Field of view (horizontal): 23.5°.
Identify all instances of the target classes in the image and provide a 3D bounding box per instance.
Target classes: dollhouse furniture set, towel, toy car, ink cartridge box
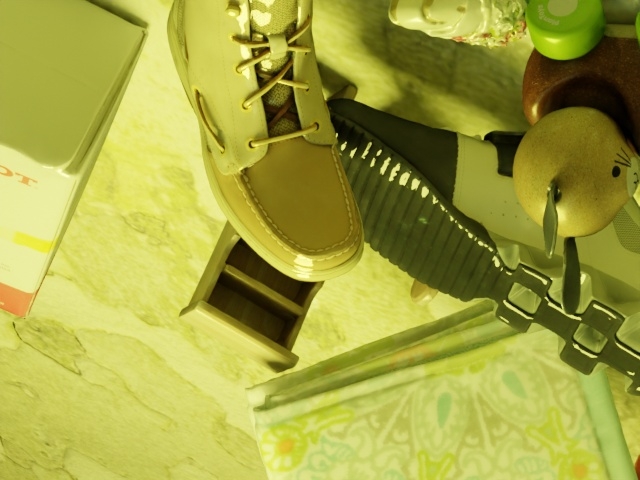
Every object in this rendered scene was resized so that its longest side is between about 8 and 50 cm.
[{"bbox_3d":[0.000,0.000,1.310,0.212,0.161,0.242,31,153,-17],"label":"dollhouse furniture set"},{"bbox_3d":[0.131,0.253,1.388,0.321,0.374,0.090,-18,-175,-7],"label":"towel"},{"bbox_3d":[0.190,-0.051,1.024,0.149,0.188,0.155,10,152,26],"label":"toy car"},{"bbox_3d":[-0.337,-0.105,1.379,0.279,0.160,0.384,26,155,-8],"label":"ink cartridge box"}]

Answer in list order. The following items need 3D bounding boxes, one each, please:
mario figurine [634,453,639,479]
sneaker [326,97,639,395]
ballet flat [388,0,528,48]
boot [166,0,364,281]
[{"bbox_3d":[0.398,0.256,1.473,0.198,0.170,0.320,5,-173,-24],"label":"mario figurine"},{"bbox_3d":[0.146,-0.026,1.174,0.330,0.146,0.122,33,151,4],"label":"sneaker"},{"bbox_3d":[0.055,-0.186,1.000,0.091,0.077,0.241,-3,145,41],"label":"ballet flat"},{"bbox_3d":[-0.032,-0.119,1.052,0.095,0.262,0.203,-15,157,-17],"label":"boot"}]
